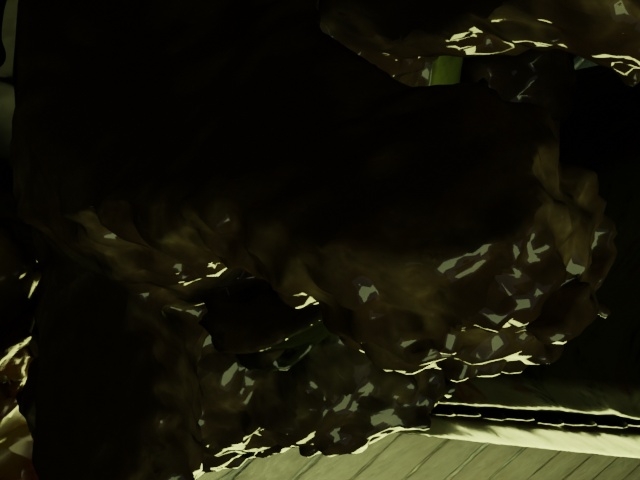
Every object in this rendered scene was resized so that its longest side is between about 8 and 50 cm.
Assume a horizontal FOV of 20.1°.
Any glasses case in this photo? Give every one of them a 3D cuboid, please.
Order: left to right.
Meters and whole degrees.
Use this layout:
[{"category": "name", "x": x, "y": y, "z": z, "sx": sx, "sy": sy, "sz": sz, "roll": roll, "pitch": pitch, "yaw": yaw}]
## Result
[{"category": "glasses case", "x": 0.099, "y": 0.004, "z": 0.700, "sx": 0.156, "sy": 0.098, "sz": 0.425, "roll": -56, "pitch": -159, "yaw": -19}]

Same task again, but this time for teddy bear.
[{"category": "teddy bear", "x": 0.008, "y": 0.003, "z": 0.567, "sx": 0.246, "sy": 0.296, "sz": 0.222, "roll": -52, "pitch": 130, "yaw": -26}]

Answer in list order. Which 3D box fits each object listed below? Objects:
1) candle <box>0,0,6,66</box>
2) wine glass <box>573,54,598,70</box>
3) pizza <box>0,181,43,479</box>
[{"category": "candle", "x": -0.172, "y": -0.003, "z": 0.622, "sx": 0.084, "sy": 0.059, "sz": 0.302, "roll": -16, "pitch": 151, "yaw": -52}, {"category": "wine glass", "x": 0.117, "y": -0.084, "z": 0.854, "sx": 0.072, "sy": 0.072, "sz": 0.155, "roll": -40, "pitch": 156, "yaw": 7}, {"category": "pizza", "x": -0.147, "y": 0.081, "z": 0.780, "sx": 0.161, "sy": 0.086, "sz": 0.305, "roll": -24, "pitch": 155, "yaw": -28}]
